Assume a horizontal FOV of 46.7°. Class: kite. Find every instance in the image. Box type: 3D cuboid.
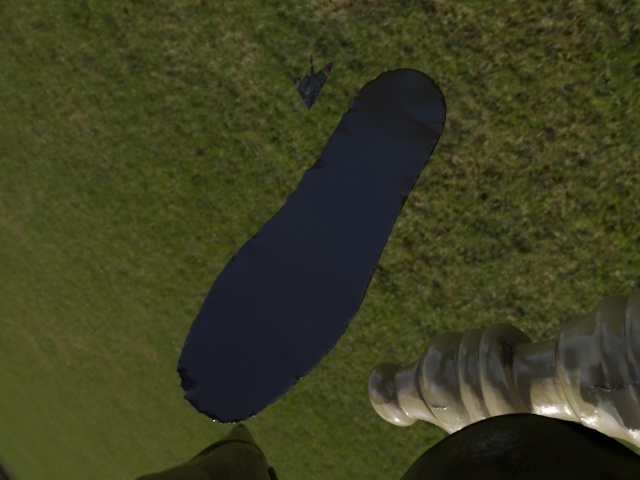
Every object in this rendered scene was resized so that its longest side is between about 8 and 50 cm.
[{"bbox_3d":[-0.012,-0.243,1.137,0.122,0.004,0.090,-13,74,54],"label":"kite"}]

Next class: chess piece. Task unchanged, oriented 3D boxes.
[{"bbox_3d":[0.183,0.139,0.698,0.307,0.124,0.139,-16,142,37],"label":"chess piece"}]

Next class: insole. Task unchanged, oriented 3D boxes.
[{"bbox_3d":[0.000,0.000,0.590,0.111,0.327,0.007,31,172,13],"label":"insole"}]

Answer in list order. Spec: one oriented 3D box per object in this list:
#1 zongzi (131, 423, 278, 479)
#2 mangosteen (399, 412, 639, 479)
[{"bbox_3d":[-0.274,0.350,0.929,0.500,0.218,0.467,18,-167,-24],"label":"zongzi"},{"bbox_3d":[0.137,0.262,0.516,0.233,0.288,0.287,42,158,59],"label":"mangosteen"}]
